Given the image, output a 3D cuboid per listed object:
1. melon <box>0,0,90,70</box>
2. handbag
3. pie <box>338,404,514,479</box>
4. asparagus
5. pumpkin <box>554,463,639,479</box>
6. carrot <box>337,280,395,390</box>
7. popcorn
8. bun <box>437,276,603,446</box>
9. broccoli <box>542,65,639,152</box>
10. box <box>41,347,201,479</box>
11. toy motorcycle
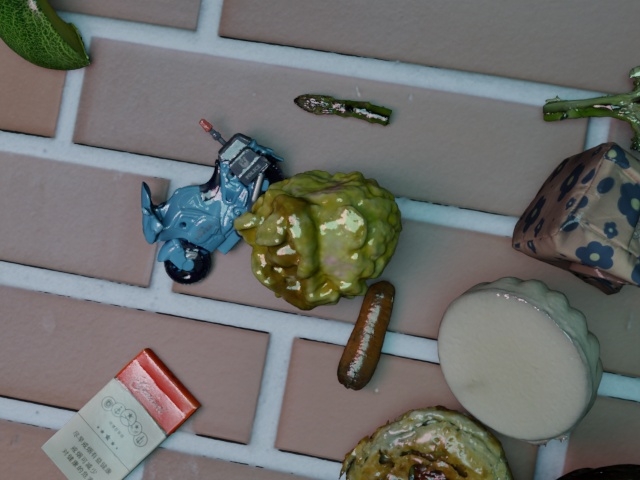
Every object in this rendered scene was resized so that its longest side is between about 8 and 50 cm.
[{"bbox_3d":[-0.505,-0.399,1.635,0.129,0.169,0.265,-23,84,6],"label":"melon"},{"bbox_3d":[0.426,-0.021,1.484,0.193,0.251,0.190,36,84,-3],"label":"handbag"},{"bbox_3d":[0.175,0.395,1.553,0.308,0.085,0.308,3,101,16],"label":"pie"},{"bbox_3d":[0.036,-0.217,1.638,0.165,0.030,0.036,9,99,6],"label":"asparagus"},{"bbox_3d":[0.407,0.524,1.367,0.344,0.454,0.455,23,90,23],"label":"pumpkin"},{"bbox_3d":[0.079,0.153,1.604,0.060,0.060,0.186,21,85,7],"label":"carrot"},{"bbox_3d":[0.000,0.000,1.533,0.259,0.259,0.212,-9,111,6],"label":"popcorn"},{"bbox_3d":[0.325,0.161,1.529,0.263,0.175,0.263,19,124,30],"label":"bun"},{"bbox_3d":[0.456,-0.205,1.568,0.204,0.118,0.122,6,119,22],"label":"broccoli"},{"bbox_3d":[-0.332,0.309,1.650,0.245,0.035,0.139,-45,83,2],"label":"box"},{"bbox_3d":[-0.189,-0.068,1.619,0.182,0.123,0.272,43,94,-15],"label":"toy motorcycle"}]
